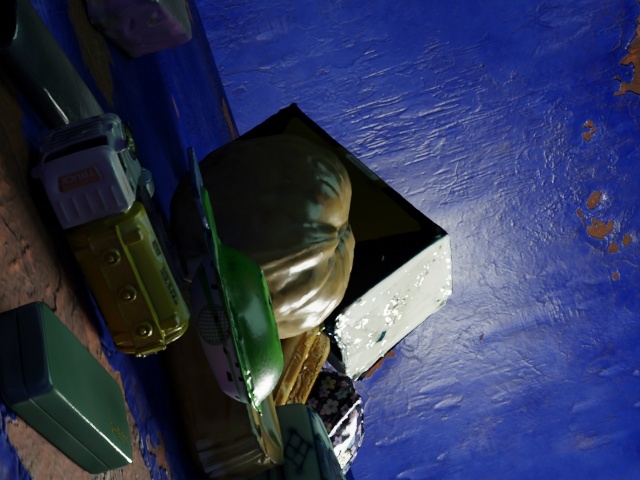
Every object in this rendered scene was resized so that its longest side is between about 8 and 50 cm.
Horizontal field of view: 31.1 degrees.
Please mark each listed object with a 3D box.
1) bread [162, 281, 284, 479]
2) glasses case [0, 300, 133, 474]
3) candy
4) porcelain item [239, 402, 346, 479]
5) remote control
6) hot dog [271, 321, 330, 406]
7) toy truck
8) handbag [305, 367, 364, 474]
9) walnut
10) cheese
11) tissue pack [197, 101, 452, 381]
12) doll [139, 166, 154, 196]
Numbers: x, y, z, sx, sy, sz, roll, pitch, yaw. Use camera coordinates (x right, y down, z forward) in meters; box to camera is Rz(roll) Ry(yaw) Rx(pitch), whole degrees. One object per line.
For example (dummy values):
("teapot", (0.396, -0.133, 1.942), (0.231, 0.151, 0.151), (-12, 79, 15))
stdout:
("bread", (-0.126, 0.174, 1.412), (0.136, 0.107, 0.241), (59, 13, -68))
("glasses case", (-0.200, 0.121, 0.908), (0.184, 0.039, 0.078), (69, 4, -59))
("candy", (-0.286, -0.381, 1.735), (0.265, 0.115, 0.156), (30, 45, -84))
("porcelain item", (-0.031, 0.382, 1.531), (0.286, 0.157, 0.281), (-103, 176, -57))
("remote control", (-0.270, -0.149, 1.214), (0.377, 0.044, 0.107), (68, 1, -67))
("hot dog", (-0.060, 0.217, 1.728), (0.104, 0.076, 0.250), (54, 52, -51))
("toy truck", (-0.199, -0.003, 1.128), (0.114, 0.098, 0.227), (-103, 175, -62))
("handbag", (-0.010, 0.330, 1.853), (0.126, 0.229, 0.208), (34, -13, 25))
("walnut", (-0.087, -0.001, 1.659), (0.285, 0.285, 0.296), (-102, -179, -69))
("cheese", (-0.102, 0.053, 1.240), (0.204, 0.083, 0.320), (-105, 180, -57))
("tissue pack", (0.000, 0.000, 1.963), (0.416, 0.264, 0.253), (44, -19, 29))
("doll", (-0.238, -0.077, 1.508), (0.057, 0.039, 0.114), (-59, -141, 31))
